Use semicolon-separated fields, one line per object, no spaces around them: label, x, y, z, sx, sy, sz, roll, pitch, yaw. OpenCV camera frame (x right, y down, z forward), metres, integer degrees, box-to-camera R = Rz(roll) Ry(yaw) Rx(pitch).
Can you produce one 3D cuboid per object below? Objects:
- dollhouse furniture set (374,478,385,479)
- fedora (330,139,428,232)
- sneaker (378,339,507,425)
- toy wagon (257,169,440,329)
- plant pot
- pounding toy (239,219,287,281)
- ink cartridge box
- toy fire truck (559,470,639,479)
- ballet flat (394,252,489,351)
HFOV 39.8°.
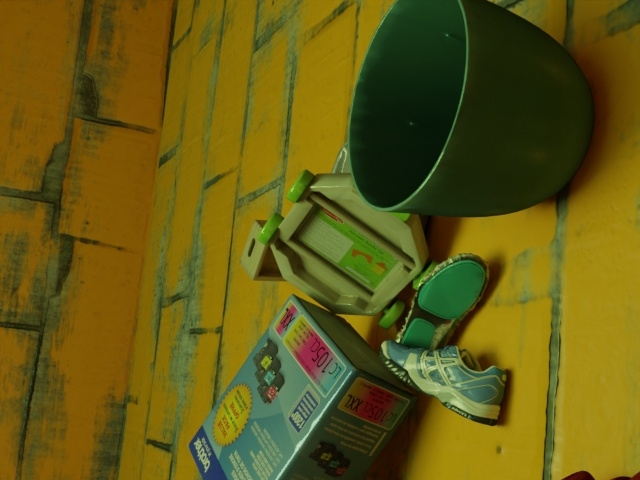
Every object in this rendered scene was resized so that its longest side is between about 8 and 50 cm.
dollhouse furniture set;0.124;0.437;1.349;0.151;0.123;0.144;73;-173;-53
fedora;0.086;-0.082;1.518;0.243;0.124;0.276;-8;74;65
sneaker;0.174;0.183;1.247;0.211;0.080;0.081;24;91;38
toy wagon;0.062;-0.007;1.394;0.344;0.267;0.068;-52;4;46
plant pot;0.204;-0.160;1.144;0.293;0.235;0.293;-39;46;56
pounding toy;-0.091;0.003;1.902;0.100;0.130;0.141;48;125;46
ink cartridge box;-0.057;0.324;1.432;0.396;0.151;0.270;-58;32;7
toy fire truck;0.293;0.258;0.915;0.158;0.246;0.217;56;161;14
ballet flat;0.174;0.100;1.314;0.241;0.091;0.077;-59;-2;30
